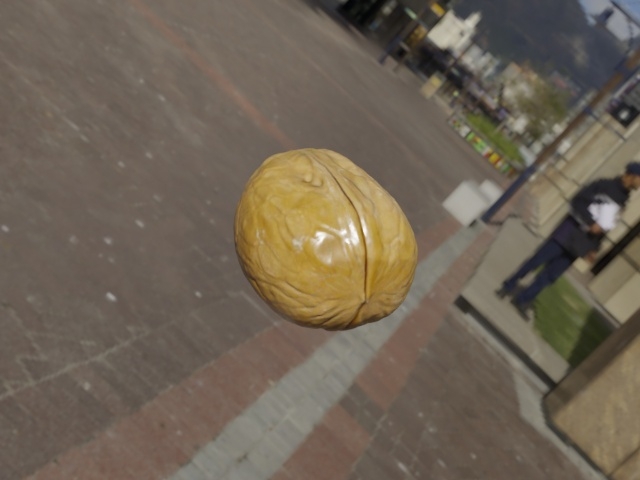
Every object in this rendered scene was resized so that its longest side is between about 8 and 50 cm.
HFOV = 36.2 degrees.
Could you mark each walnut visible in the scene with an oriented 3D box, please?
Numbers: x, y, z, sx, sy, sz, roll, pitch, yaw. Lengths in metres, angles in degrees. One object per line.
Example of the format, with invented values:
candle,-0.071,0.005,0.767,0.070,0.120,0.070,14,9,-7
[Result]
walnut,0.000,0.000,0.947,0.165,0.165,0.197,32,6,-43
